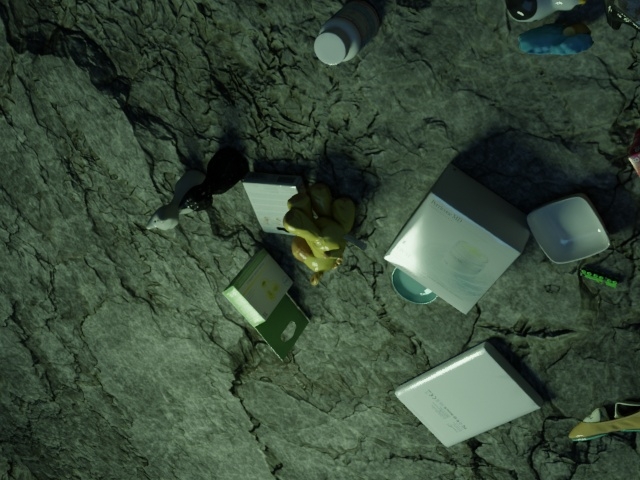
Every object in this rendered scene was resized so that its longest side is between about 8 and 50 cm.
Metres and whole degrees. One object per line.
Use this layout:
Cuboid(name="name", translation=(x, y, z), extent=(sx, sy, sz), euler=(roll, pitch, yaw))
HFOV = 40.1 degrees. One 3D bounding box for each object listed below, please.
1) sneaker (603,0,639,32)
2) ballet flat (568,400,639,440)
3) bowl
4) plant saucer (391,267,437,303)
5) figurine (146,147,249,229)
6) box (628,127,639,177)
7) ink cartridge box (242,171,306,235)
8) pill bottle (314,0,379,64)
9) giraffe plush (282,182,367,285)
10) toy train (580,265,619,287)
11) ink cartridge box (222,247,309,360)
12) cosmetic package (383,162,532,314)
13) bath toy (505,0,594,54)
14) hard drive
Cuboid(name="sneaker", translation=(0.605, -0.393, 1.466), extent=(0.276, 0.097, 0.135), euler=(11, 127, 24))
Cuboid(name="ballet flat", translation=(0.680, 0.412, 2.030), extent=(0.232, 0.080, 0.073), euler=(-18, 85, 34))
Cuboid(name="bowl", translation=(0.512, -0.031, 1.804), extent=(0.142, 0.053, 0.142), euler=(-22, 110, 37))
Cuboid(name="plant saucer", translation=(0.228, 0.096, 2.069), extent=(0.119, 0.021, 0.119), euler=(14, 128, 19))
Cuboid(name="figurine", translation=(-0.302, -0.108, 2.083), extent=(0.215, 0.209, 0.092), euler=(-26, 107, 39))
Cuboid(name="box", translation=(0.688, -0.100, 1.612), extent=(0.128, 0.122, 0.257), euler=(-22, 110, 38))
Cuboid(name="ink cartridge box", translation=(-0.093, -0.086, 2.113), extent=(0.145, 0.045, 0.179), euler=(7, 143, 24))
Cuboid(name="pill bottle", translation=(0.050, -0.404, 1.715), extent=(0.087, 0.160, 0.087), euler=(15, 128, 19))
Cuboid(name="giraffe plush", translation=(0.000, 0.000, 2.035), extent=(0.210, 0.181, 0.170), euler=(46, 146, 15))
Cuboid(name="toy train", translation=(0.592, 0.078, 1.863), extent=(0.083, 0.017, 0.023), euler=(20, 140, 15))
Cuboid(name="ink cartridge box", translation=(-0.119, 0.160, 2.202), extent=(0.056, 0.171, 0.235), euler=(-32, 104, 40))
Cuboid(name="cosmetic package", translation=(0.296, -0.002, 1.886), extent=(0.224, 0.138, 0.224), euler=(34, 130, 2))
Cuboid(name="bath toy", translation=(0.376, -0.491, 1.501), extent=(0.151, 0.129, 0.348), euler=(-23, 115, 1))
Cuboid(name="hard drive", translation=(0.365, 0.389, 2.191), extent=(0.210, 0.040, 0.319), euler=(46, 131, -8))
